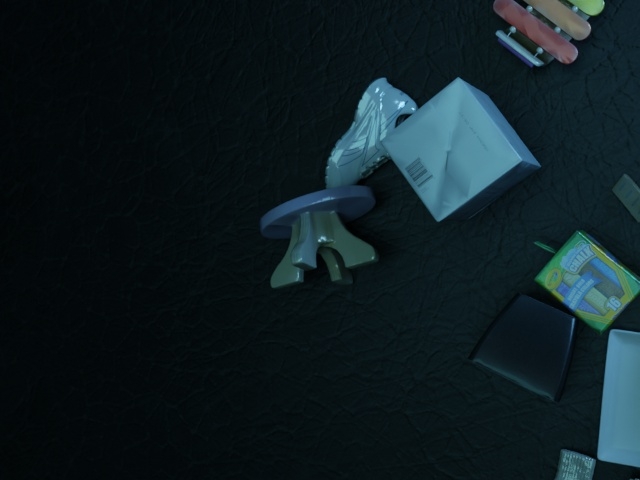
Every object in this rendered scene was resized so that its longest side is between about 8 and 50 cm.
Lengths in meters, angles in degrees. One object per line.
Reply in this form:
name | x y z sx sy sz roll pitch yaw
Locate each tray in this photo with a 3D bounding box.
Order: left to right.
tray | 0.641 0.318 1.618 0.145 0.030 0.270 6 94 23

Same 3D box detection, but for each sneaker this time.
sneaker | 0.107 -0.205 1.779 0.129 0.111 0.297 30 104 13

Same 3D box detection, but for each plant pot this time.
plant pot | 0.427 0.209 1.629 0.188 0.187 0.167 26 90 20

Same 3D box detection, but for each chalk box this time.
chalk box | 0.517 0.062 1.604 0.213 0.132 0.132 43 107 14

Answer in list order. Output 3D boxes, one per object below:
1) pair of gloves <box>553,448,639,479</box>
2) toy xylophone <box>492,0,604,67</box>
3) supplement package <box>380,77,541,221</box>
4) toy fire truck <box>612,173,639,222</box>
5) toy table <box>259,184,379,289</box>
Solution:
pair of gloves | 0.571 0.556 1.631 0.240 0.042 0.204 20 102 29
toy xylophone | 0.474 -0.511 1.626 0.236 0.081 0.323 35 104 18
supplement package | 0.287 -0.171 1.617 0.198 0.262 0.199 -38 78 20
toy fire truck | 0.698 -0.067 1.533 0.246 0.158 0.217 35 105 7
toy table | 0.000 0.000 1.768 0.274 0.252 0.161 -22 67 34
